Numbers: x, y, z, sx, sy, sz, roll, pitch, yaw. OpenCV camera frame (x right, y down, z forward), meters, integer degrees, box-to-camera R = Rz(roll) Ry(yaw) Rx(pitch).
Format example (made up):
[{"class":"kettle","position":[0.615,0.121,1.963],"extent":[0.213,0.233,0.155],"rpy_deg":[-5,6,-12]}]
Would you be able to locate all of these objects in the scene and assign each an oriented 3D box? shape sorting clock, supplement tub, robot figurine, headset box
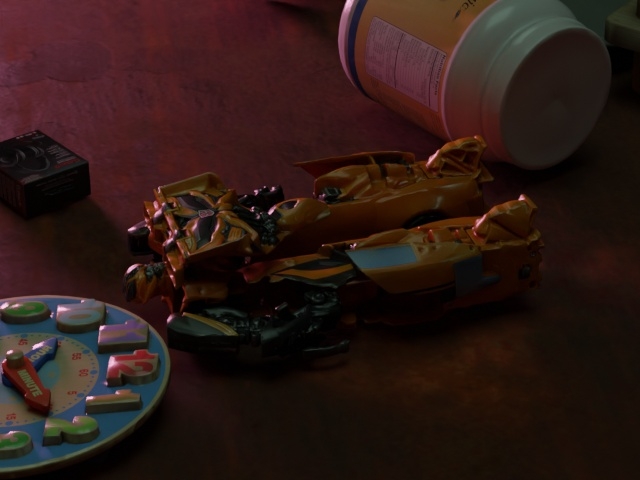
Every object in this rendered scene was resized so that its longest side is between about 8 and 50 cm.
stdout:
[{"class":"shape sorting clock","position":[-0.202,0.092,1.325],"extent":[0.206,0.040,0.206],"rpy_deg":[0,30,0]},{"class":"supplement tub","position":[0.125,-0.150,1.636],"extent":[0.144,0.144,0.199],"rpy_deg":[-21,36,-32]},{"class":"robot figurine","position":[0.000,0.000,1.438],"extent":[0.291,0.085,0.211],"rpy_deg":[-9,31,-15]},{"class":"headset box","position":[-0.226,-0.052,1.578],"extent":[0.062,0.032,0.083],"rpy_deg":[-22,35,-33]}]

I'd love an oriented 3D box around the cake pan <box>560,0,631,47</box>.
[{"class":"cake pan","position":[0.207,-0.295,1.821],"extent":[0.293,0.054,0.293],"rpy_deg":[13,61,-24]}]

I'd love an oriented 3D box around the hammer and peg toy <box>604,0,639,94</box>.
[{"class":"hammer and peg toy","position":[0.453,-0.174,1.694],"extent":[0.361,0.127,0.266],"rpy_deg":[22,37,32]}]
